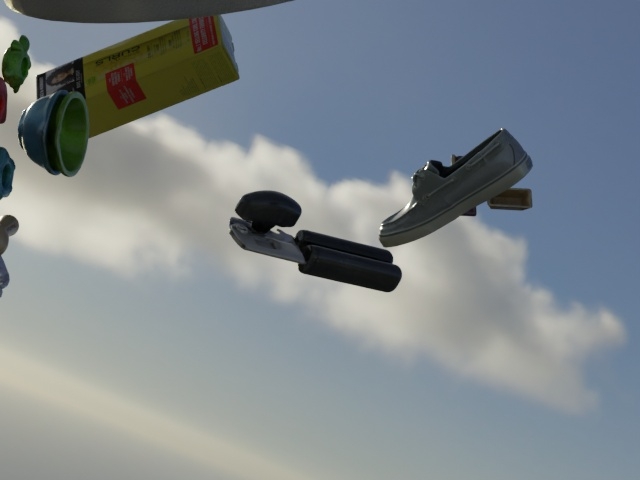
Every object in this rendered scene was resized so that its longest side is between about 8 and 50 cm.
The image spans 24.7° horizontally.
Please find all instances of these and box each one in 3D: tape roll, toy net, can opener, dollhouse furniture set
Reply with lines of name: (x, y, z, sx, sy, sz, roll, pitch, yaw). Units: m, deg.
tape roll: (-0.136, -0.304, 1.499, 0.392, 0.072, 0.392, -5, 22, 2)
toy net: (-0.230, -0.036, 1.079, 0.045, 0.232, 0.122, 8, -35, 9)
can opener: (0.000, 0.000, 2.083, 0.283, 0.095, 0.076, 13, 29, -30)
dollhouse furniture set: (0.246, -0.091, 2.064, 0.114, 0.091, 0.081, 3, -30, -4)

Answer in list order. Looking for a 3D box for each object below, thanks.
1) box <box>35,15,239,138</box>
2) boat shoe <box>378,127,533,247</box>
box: (-0.213, -0.189, 1.696, 0.232, 0.087, 0.058, -19, -45, 8)
boat shoe: (0.163, -0.072, 1.908, 0.081, 0.227, 0.079, 56, 17, -11)
